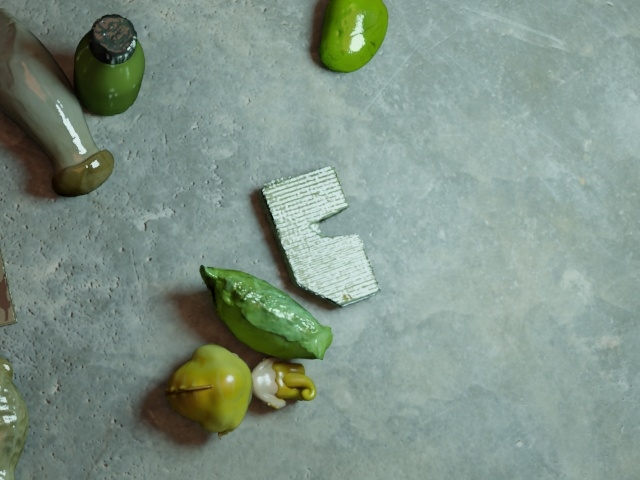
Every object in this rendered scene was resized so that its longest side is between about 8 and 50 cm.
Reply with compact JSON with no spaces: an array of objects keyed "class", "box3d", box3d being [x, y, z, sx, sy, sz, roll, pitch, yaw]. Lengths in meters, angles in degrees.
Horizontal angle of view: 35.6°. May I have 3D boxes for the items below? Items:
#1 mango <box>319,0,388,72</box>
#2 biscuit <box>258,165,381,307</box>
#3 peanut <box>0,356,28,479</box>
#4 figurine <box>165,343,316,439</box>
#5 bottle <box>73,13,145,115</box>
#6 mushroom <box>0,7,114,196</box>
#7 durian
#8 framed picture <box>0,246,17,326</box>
[{"class":"mango","box3d":[0.061,-0.381,1.805,0.117,0.089,0.163,12,90,-21]},{"class":"biscuit","box3d":[0.000,0.000,1.737,0.147,0.046,0.250,-21,85,-18]},{"class":"peanut","box3d":[-0.514,0.323,1.511,0.136,0.120,0.298,6,76,-18]},{"class":"figurine","box3d":[-0.135,0.239,1.629,0.246,0.131,0.156,-4,76,-29]},{"class":"bottle","box3d":[-0.335,-0.282,1.586,0.112,0.260,0.112,2,80,-14]},{"class":"mushroom","box3d":[-0.463,-0.230,1.620,0.128,0.128,0.350,-33,94,-17]},{"class":"durian","box3d":[-0.094,0.117,1.644,0.250,0.139,0.101,33,60,-1]},{"class":"framed picture","box3d":[-0.598,0.088,1.584,0.201,0.010,0.136,-12,84,-17]}]
